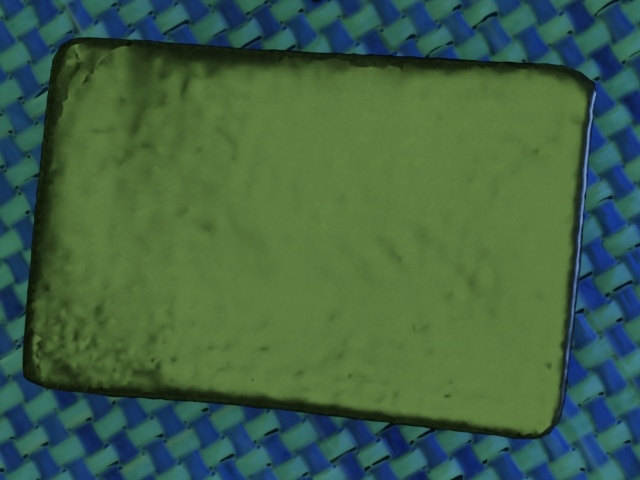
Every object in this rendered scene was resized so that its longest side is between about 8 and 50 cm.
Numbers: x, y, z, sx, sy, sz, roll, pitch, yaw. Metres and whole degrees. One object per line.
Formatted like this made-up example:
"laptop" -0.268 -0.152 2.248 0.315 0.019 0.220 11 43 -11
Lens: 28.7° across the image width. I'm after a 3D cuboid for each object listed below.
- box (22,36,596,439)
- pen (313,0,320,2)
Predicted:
"box" 0.000 0.000 0.663 0.273 0.143 0.184 4 90 6
"pen" -0.068 -0.213 0.727 0.204 0.025 0.025 42 93 4
